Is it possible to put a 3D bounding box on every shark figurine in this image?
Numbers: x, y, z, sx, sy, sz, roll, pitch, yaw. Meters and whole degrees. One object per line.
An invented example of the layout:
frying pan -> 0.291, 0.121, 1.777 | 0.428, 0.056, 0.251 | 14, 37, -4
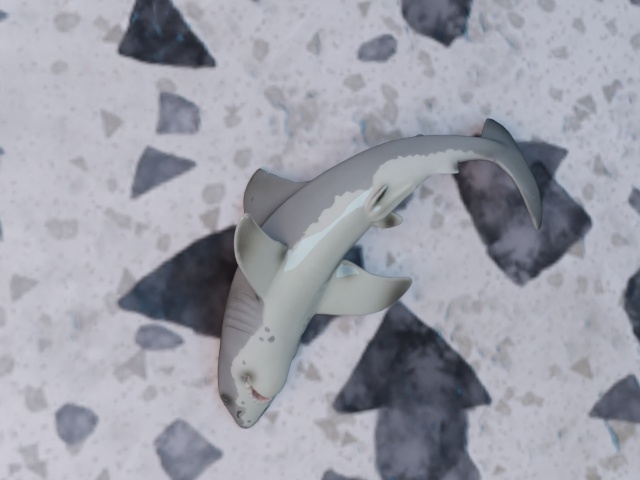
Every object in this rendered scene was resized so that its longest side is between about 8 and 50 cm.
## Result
shark figurine -> 0.012, -0.026, 1.245 | 0.278, 0.116, 0.166 | -39, 133, -12
